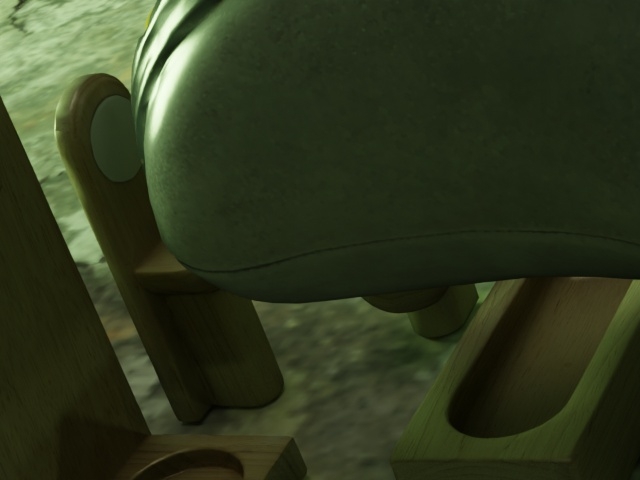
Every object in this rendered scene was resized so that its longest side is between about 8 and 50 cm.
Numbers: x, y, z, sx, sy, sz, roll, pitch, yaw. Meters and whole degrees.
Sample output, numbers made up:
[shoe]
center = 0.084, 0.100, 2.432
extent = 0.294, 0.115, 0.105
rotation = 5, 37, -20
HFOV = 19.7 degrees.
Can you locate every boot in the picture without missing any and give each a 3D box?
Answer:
[boot]
center = 0.111, 0.015, 0.319
extent = 0.338, 0.118, 0.223
rotation = -15, 56, 23

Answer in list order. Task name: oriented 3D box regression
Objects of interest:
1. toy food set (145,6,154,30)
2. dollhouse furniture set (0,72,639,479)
[toy food set]
center = 0.009, -0.142, 0.801
extent = 0.218, 0.071, 0.128
rotation = -2, 32, 33
[dollhouse furniture set]
center = 0.000, 0.000, 0.476
extent = 0.151, 0.123, 0.144
rotation = -3, 31, 32
